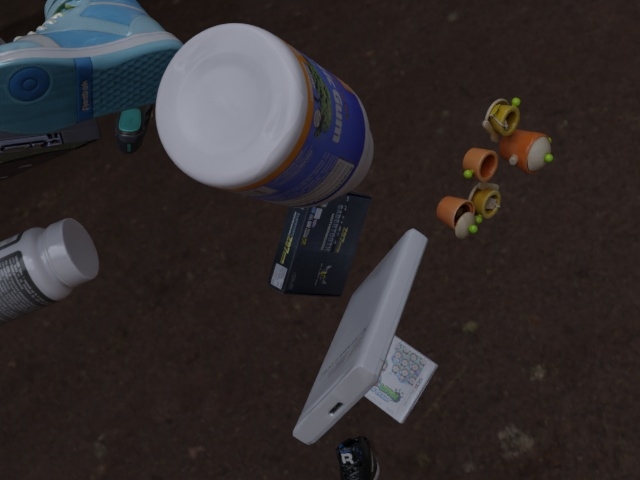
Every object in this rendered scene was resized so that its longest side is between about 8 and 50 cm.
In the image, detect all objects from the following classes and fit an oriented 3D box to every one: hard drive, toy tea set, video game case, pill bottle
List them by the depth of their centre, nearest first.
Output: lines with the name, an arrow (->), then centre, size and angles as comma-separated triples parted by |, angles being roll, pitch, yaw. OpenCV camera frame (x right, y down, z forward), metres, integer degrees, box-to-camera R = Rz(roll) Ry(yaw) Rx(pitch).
pill bottle -> -0.038, -0.114, 0.930 | 0.152, 0.152, 0.272 | -16, -9, 20
hard drive -> 0.073, 0.160, 1.557 | 0.233, 0.047, 0.353 | -52, 8, 41
hard drive -> -0.591, -0.156, 1.628 | 0.339, 0.064, 0.237 | -13, 4, 39
pill bottle -> -0.613, 0.070, 1.864 | 0.283, 0.161, 0.161 | -22, 33, 11
video game case -> 0.146, 0.277, 1.880 | 0.157, 0.019, 0.143 | 34, 98, 30
toy tea set -> 0.403, -0.140, 2.022 | 0.124, 0.200, 0.336 | 28, 87, 41

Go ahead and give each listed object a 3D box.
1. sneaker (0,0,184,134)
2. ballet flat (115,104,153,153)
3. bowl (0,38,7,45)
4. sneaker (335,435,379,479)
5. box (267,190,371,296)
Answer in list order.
sneaker -> -0.357, -0.257, 1.205 | 0.319, 0.127, 0.208 | -15, 53, -36
ballet flat -> -0.351, -0.232, 1.699 | 0.074, 0.074, 0.203 | -20, 39, 14
bowl -> -0.662, -0.355, 1.874 | 0.053, 0.142, 0.142 | -18, 58, 12
sneaker -> 0.058, 0.480, 1.811 | 0.079, 0.121, 0.217 | -14, 25, 18
box -> 0.000, 0.000, 1.890 | 0.059, 0.183, 0.233 | 26, 102, 41
